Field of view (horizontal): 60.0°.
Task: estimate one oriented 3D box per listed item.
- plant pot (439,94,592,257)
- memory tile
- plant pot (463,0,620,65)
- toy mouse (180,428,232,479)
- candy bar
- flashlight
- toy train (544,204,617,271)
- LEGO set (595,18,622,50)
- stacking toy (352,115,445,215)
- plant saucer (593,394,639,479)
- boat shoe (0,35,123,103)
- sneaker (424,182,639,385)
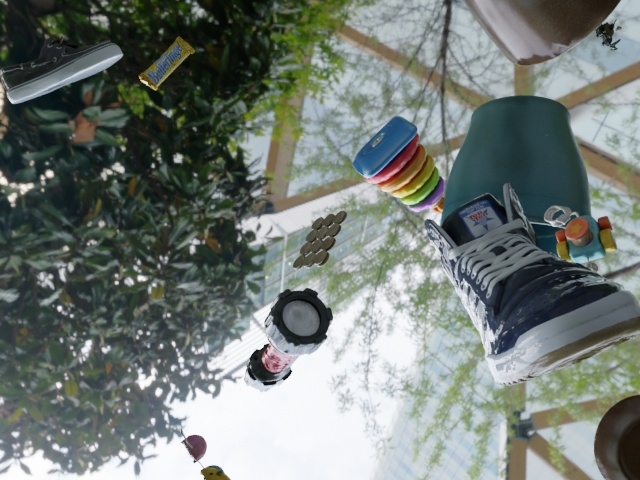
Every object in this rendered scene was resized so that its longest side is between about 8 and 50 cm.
[{"bbox_3d":[0.364,-0.117,1.037,0.272,0.271,0.255,8,-104,-1],"label":"plant pot"},{"bbox_3d":[0.000,0.000,1.205,0.012,0.113,0.148,42,-124,-26],"label":"memory tile"},{"bbox_3d":[0.259,-0.393,0.745,0.230,0.215,0.215,27,-143,-27],"label":"plant pot"},{"bbox_3d":[-0.165,0.332,0.816,0.031,0.143,0.161,-32,-81,-22],"label":"toy mouse"},{"bbox_3d":[-0.282,-0.326,1.020,0.040,0.018,0.161,40,-136,-18],"label":"candy bar"},{"bbox_3d":[-0.071,0.187,0.952,0.103,0.304,0.103,22,-126,-8],"label":"flashlight"},{"bbox_3d":[0.251,0.024,0.626,0.166,0.046,0.125,-55,-143,-6],"label":"toy train"},{"bbox_3d":[0.403,-0.307,0.790,0.054,0.023,0.083,11,-106,-26],"label":"LEGO set"},{"bbox_3d":[0.234,-0.137,1.325,0.302,0.166,0.175,41,-168,-20],"label":"stacking toy"},{"bbox_3d":[0.621,0.394,1.048,0.199,0.198,0.036,0,180,-4],"label":"plant saucer"},{"bbox_3d":[-0.445,-0.303,0.937,0.229,0.076,0.080,-15,-162,20],"label":"boat shoe"},{"bbox_3d":[0.152,0.022,0.445,0.099,0.282,0.153,-23,-103,7],"label":"sneaker"}]
